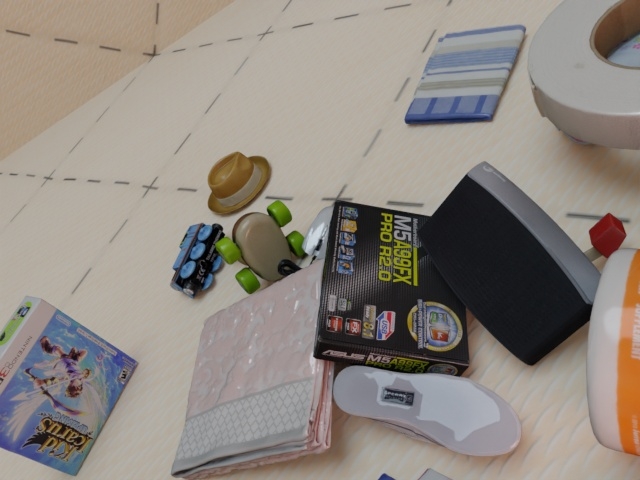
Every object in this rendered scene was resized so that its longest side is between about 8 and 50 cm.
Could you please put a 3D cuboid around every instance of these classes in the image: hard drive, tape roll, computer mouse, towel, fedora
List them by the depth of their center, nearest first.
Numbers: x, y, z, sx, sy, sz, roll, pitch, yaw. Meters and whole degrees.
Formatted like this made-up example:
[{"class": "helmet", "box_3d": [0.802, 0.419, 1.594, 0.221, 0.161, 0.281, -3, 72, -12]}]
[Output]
[{"class": "hard drive", "box_3d": [0.250, 0.030, 0.755, 0.255, 0.054, 0.172, 55, 128, 27]}, {"class": "tape roll", "box_3d": [0.506, -0.291, 0.793, 0.392, 0.072, 0.392, -21, 44, 21]}, {"class": "towel", "box_3d": [-0.110, 0.214, 0.911, 0.332, 0.053, 0.317, -27, 41, 33]}, {"class": "computer mouse", "box_3d": [0.000, 0.000, 1.063, 0.106, 0.042, 0.193, 21, 60, 6]}, {"class": "towel", "box_3d": [0.317, -0.364, 1.201, 0.209, 0.034, 0.285, 6, 59, 37]}, {"class": "fedora", "box_3d": [-0.220, -0.158, 1.365, 0.194, 0.079, 0.194, -20, 44, 20]}]

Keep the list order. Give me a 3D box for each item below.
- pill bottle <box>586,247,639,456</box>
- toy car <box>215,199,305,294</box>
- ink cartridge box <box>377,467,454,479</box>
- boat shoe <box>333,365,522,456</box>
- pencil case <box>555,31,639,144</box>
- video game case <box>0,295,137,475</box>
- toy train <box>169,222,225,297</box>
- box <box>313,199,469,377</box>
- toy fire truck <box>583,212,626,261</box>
[{"class": "pill bottle", "box_3d": [0.475, 0.126, 0.494, 0.392, 0.224, 0.224, 3, 55, 38]}, {"class": "toy car", "box_3d": [-0.145, 0.000, 1.134, 0.155, 0.149, 0.188, -37, 27, -17]}, {"class": "ink cartridge box", "box_3d": [0.074, 0.374, 0.539, 0.324, 0.071, 0.330, -28, 24, -36]}, {"class": "boat shoe", "box_3d": [0.146, 0.226, 0.747, 0.258, 0.084, 0.095, 11, 73, 33]}, {"class": "pencil case", "box_3d": [0.520, -0.281, 0.917, 0.273, 0.113, 0.124, -38, 22, 0]}, {"class": "video game case", "box_3d": [-0.508, 0.278, 1.030, 0.061, 0.269, 0.244, 3, 56, 35]}, {"class": "toy train", "box_3d": [-0.277, 0.042, 1.231, 0.105, 0.080, 0.184, -11, 49, 40]}, {"class": "box", "box_3d": [0.111, 0.068, 0.850, 0.216, 0.060, 0.270, 10, 51, -1]}, {"class": "toy fire truck", "box_3d": [0.324, 0.018, 0.799, 0.192, 0.135, 0.047, -58, -2, 33]}]
